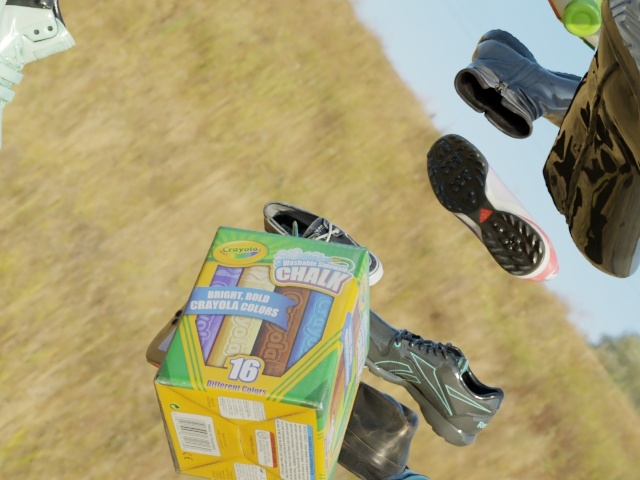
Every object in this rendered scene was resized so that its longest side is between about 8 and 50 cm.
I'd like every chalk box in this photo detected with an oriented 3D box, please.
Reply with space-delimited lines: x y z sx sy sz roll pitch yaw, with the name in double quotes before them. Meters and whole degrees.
"chalk box" -0.044 0.109 1.296 0.180 0.179 0.289 86 18 -46

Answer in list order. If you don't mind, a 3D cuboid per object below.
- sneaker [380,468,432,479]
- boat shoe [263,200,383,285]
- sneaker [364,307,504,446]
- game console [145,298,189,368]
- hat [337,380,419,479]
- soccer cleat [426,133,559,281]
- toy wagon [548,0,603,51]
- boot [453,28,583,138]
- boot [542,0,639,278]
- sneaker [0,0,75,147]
"sneaker" 0.042 0.432 1.708 0.121 0.302 0.108 37 -34 61
"boat shoe" 0.000 0.000 2.492 0.301 0.108 0.102 30 -30 29
"sneaker" 0.148 0.174 1.691 0.267 0.106 0.101 42 27 -2
"game console" -0.193 0.131 2.344 0.060 0.342 0.386 41 -15 -19
"hat" 0.112 0.355 2.210 0.331 0.134 0.331 40 6 -5
"soccer cleat" 0.291 -0.051 1.990 0.116 0.108 0.318 26 24 -55
"toy wagon" 0.414 -0.380 1.747 0.344 0.068 0.267 36 43 -14
"boot" 0.412 -0.250 2.231 0.338 0.118 0.223 29 39 0
"boot" 0.402 -0.061 1.463 0.445 0.146 0.367 95 -12 -64
"sneaker" -0.415 -0.236 1.600 0.094 0.151 0.256 -73 163 -87
